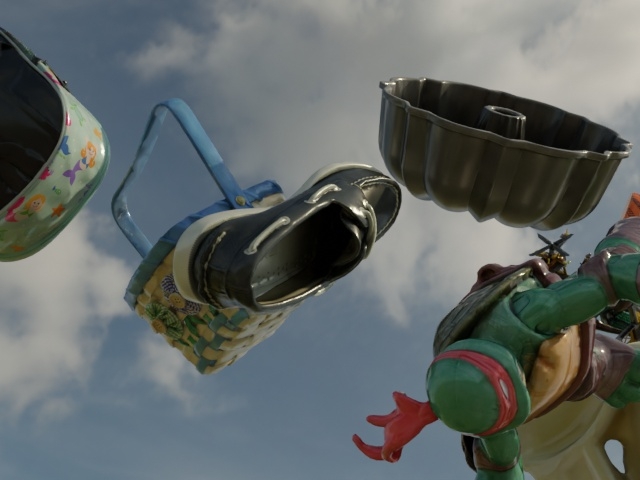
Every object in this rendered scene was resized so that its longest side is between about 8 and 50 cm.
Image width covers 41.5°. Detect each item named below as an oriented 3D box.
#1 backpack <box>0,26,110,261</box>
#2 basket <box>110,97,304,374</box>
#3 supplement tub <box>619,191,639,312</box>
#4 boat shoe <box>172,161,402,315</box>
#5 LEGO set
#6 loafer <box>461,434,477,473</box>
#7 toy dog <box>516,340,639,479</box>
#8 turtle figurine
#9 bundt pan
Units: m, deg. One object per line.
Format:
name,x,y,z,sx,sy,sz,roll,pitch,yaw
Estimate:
backpack,-0.366,-0.101,0.962,0.253,0.225,0.191,37,-7,31
basket,-0.151,-0.001,1.056,0.289,0.201,0.255,56,-38,15
supplement tub,0.632,0.052,1.334,0.338,0.207,0.207,21,-42,15
boat shoe,0.000,0.000,0.810,0.091,0.302,0.114,14,-61,37
LEGO set,0.478,0.117,1.647,0.255,0.331,0.192,-33,-56,-10
loafer,0.227,0.272,1.160,0.087,0.094,0.251,-28,-21,-14
toy dog,0.458,0.202,0.829,0.407,0.285,0.395,8,-58,-27
turtle figurine,0.112,0.058,0.385,0.118,0.234,0.175,43,-59,18
bundt pan,0.225,-0.111,1.102,0.330,0.331,0.124,12,-69,-1
